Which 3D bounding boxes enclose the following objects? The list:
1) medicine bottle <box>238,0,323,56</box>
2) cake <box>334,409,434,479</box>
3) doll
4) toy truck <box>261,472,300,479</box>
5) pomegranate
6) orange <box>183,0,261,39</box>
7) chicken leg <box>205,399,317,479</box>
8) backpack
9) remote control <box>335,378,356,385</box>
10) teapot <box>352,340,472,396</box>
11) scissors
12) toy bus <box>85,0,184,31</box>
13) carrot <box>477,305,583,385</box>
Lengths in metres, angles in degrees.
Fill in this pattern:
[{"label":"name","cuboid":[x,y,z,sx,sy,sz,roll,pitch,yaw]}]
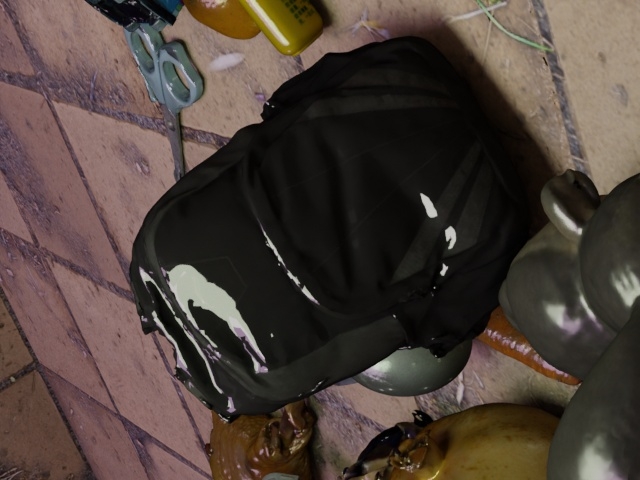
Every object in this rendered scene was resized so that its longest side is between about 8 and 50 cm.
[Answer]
[{"label":"medicine bottle","cuboid":[-0.095,-0.341,1.747,0.064,0.095,0.260,-31,103,32]},{"label":"cake","cuboid":[0.133,0.411,2.109,0.332,0.332,0.321,24,102,50]},{"label":"doll","cuboid":[0.263,0.094,1.337,0.252,0.379,0.382,34,155,9]},{"label":"toy truck","cuboid":[0.009,0.465,2.458,0.256,0.108,0.140,7,133,15]},{"label":"pomegranate","cuboid":[0.216,0.345,1.798,0.319,0.319,0.319,42,152,29]},{"label":"orange","cuboid":[-0.127,-0.333,1.845,0.170,0.112,0.160,30,146,25]},{"label":"chicken leg","cuboid":[-0.114,0.368,2.630,0.295,0.182,0.409,63,152,26]},{"label":"backpack","cuboid":[0.000,0.000,1.613,0.363,0.445,0.255,60,172,7]},{"label":"remote control","cuboid":[-0.047,0.058,2.236,0.378,0.044,0.107,59,151,-6]},{"label":"teapot","cuboid":[0.108,0.068,1.828,0.183,0.183,0.251,34,135,41]},{"label":"scissors","cuboid":[-0.243,-0.206,2.299,0.191,0.029,0.360,41,151,29]},{"label":"toy bus","cuboid":[-0.261,-0.362,2.047,0.090,0.106,0.184,34,169,-31]},{"label":"carrot","cuboid":[0.250,0.123,1.748,0.186,0.060,0.060,33,147,36]}]
